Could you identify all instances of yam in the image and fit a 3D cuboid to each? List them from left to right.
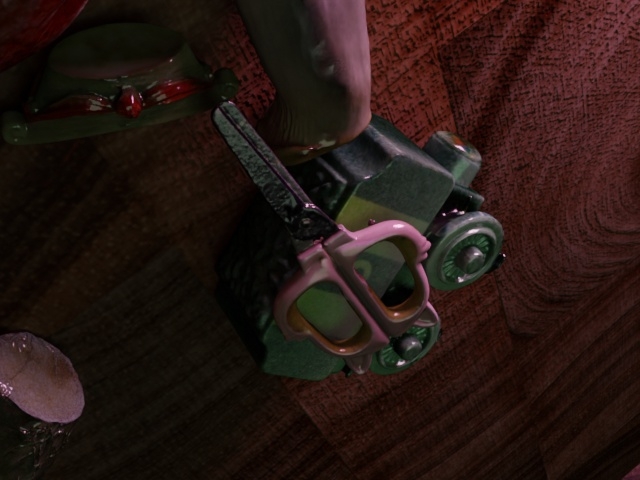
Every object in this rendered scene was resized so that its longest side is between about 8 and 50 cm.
[{"bbox_3d":[-0.293,0.183,0.728,0.107,0.107,0.183,15,116,-46],"label":"yam"}]

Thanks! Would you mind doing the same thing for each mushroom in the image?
[{"bbox_3d":[-0.005,-0.202,0.605,0.159,0.122,0.328,-13,133,-8],"label":"mushroom"}]

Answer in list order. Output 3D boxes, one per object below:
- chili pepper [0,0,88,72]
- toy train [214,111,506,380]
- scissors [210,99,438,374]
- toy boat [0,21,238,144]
[{"bbox_3d":[-0.150,-0.184,0.441,0.253,0.136,0.144,-31,164,8],"label":"chili pepper"},{"bbox_3d":[0.040,0.013,0.807,0.238,0.167,0.299,16,112,-40],"label":"toy train"},{"bbox_3d":[0.000,0.000,0.681,0.160,0.024,0.317,-34,126,3],"label":"scissors"},{"bbox_3d":[-0.150,-0.118,0.595,0.185,0.089,0.071,-15,150,-16],"label":"toy boat"}]
